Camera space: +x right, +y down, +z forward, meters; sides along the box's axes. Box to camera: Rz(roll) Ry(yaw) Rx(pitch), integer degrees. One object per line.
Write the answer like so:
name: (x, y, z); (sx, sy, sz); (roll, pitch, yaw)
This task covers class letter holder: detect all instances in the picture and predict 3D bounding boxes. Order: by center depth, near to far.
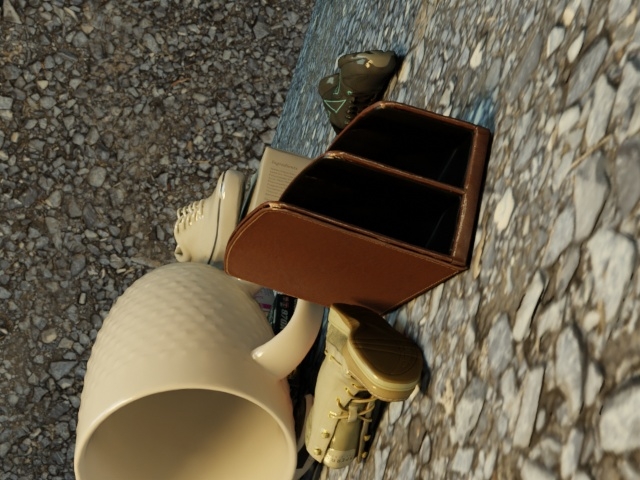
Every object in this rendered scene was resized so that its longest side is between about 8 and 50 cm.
letter holder: (0.019, -0.033, 0.995); (0.302, 0.214, 0.152); (133, 151, -70)

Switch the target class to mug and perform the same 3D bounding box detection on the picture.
mug: (-0.147, 0.161, 1.231); (0.374, 0.276, 0.328); (-38, 31, 16)

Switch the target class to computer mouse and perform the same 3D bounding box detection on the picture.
computer mouse: (-0.023, 0.291, 1.222); (0.106, 0.042, 0.193); (-90, 15, -55)

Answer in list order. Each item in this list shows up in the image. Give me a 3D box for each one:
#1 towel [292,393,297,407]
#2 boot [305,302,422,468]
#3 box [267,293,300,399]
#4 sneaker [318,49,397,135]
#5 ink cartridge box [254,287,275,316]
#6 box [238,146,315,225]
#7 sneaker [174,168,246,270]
towel: (-0.069, 0.279, 1.551); (0.152, 0.023, 0.113); (-103, 31, -71)
boot: (0.039, 0.172, 0.964); (0.213, 0.077, 0.165); (-134, 56, -71)
box: (-0.083, 0.221, 1.486); (0.220, 0.051, 0.175); (114, 165, -44)
sneaker: (0.069, -0.247, 1.515); (0.267, 0.101, 0.106); (156, 108, -76)
ink cartridge box: (-0.131, 0.260, 1.735); (0.186, 0.065, 0.311); (-122, 41, -77)
box: (-0.023, -0.022, 1.316); (0.181, 0.182, 0.119); (120, 162, -58)
sneaker: (-0.169, -0.020, 1.330); (0.258, 0.091, 0.094); (115, 167, -55)
